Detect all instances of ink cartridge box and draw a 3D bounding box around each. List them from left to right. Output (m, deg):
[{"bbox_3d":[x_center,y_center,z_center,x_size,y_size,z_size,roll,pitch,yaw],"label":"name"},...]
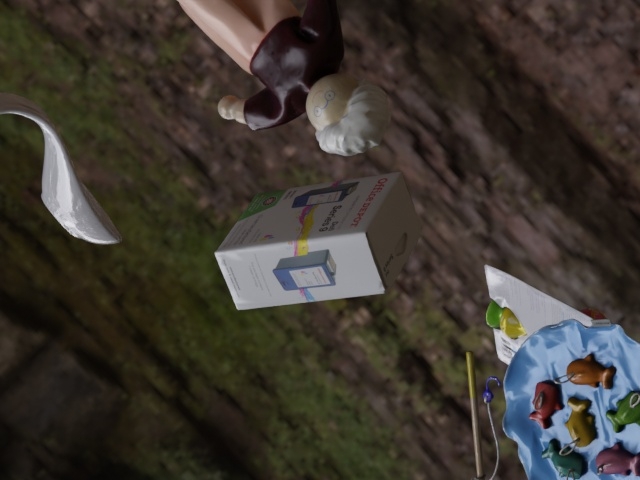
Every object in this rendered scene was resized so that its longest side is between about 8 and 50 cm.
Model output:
[{"bbox_3d":[0.000,0.000,1.795,0.154,0.212,0.093,-57,-45,-51],"label":"ink cartridge box"}]

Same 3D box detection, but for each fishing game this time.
[{"bbox_3d":[0.237,0.161,1.287,0.041,0.264,0.189,-13,-77,-50],"label":"fishing game"}]

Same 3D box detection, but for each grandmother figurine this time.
[{"bbox_3d":[-0.051,-0.212,1.604,0.104,0.208,0.342,-14,-129,-48],"label":"grandmother figurine"}]

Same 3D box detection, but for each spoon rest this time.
[{"bbox_3d":[-0.329,-0.090,1.783,0.276,0.084,0.137,47,-177,-44],"label":"spoon rest"}]

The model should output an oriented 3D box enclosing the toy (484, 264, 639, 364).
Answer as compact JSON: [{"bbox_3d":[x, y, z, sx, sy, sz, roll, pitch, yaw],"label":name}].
[{"bbox_3d":[0.277,0.112,1.532,0.237,0.056,0.137,27,140,43],"label":"toy"}]
